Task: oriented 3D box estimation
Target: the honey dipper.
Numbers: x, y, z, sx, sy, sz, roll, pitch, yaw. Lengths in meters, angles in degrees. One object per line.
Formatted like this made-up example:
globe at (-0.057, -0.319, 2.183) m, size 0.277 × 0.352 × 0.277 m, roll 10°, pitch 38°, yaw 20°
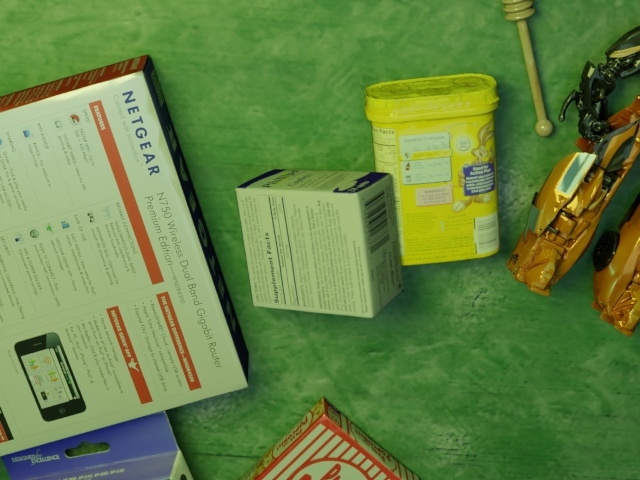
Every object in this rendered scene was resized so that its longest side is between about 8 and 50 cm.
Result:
honey dipper at (0.200, -0.174, 1.286) m, size 0.030 × 0.030 × 0.161 m, roll -14°, pitch 113°, yaw 2°

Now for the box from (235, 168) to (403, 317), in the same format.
box at (0.000, 0.000, 1.283) m, size 0.137 × 0.072 × 0.126 m, roll 4°, pitch 112°, yaw 30°

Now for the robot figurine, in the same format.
robot figurine at (0.316, -0.061, 1.297) m, size 0.211 × 0.085 × 0.291 m, roll 24°, pitch 107°, yaw -15°

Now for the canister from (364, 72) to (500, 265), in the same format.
canister at (0.111, -0.067, 1.294) m, size 0.126 × 0.073 × 0.170 m, roll -5°, pitch 111°, yaw 0°

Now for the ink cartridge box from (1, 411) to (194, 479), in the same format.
ink cartridge box at (-0.221, 0.290, 1.395) m, size 0.206 × 0.045 × 0.208 m, roll -13°, pitch 109°, yaw 18°

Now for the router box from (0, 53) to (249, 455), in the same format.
router box at (-0.259, 0.024, 1.304) m, size 0.301 × 0.082 × 0.335 m, roll -15°, pitch 109°, yaw 3°

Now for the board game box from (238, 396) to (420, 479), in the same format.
board game box at (-0.010, 0.282, 1.424) m, size 0.147 × 0.045 × 0.193 m, roll 41°, pitch 103°, yaw -14°
